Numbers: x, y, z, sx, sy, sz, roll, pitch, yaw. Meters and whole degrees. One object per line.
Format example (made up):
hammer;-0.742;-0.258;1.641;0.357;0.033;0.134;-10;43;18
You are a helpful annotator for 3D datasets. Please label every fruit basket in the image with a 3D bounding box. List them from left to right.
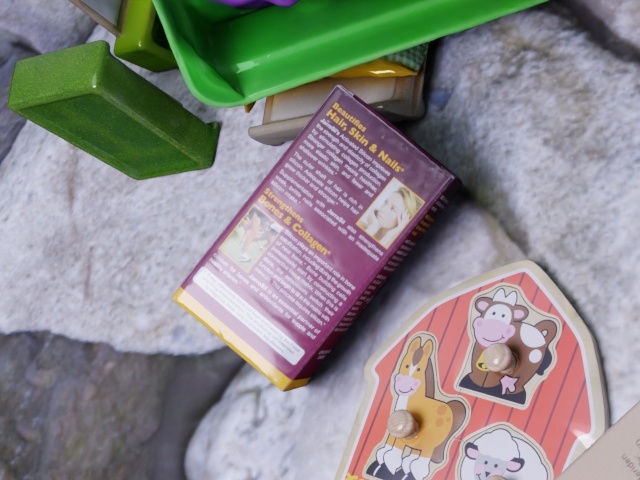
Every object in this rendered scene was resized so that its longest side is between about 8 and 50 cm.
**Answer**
fruit basket;0.051;-0.237;0.968;0.392;0.283;0.392;-13;36;10

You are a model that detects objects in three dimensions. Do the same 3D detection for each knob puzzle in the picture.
knob puzzle;0.100;0.099;0.995;0.213;0.030;0.213;-18;57;30

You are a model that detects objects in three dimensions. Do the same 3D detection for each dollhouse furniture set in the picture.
dollhouse furniture set;-0.067;-0.181;1.188;0.302;0.151;0.197;-8;63;35

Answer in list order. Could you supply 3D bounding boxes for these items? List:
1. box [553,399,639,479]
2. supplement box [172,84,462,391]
box;0.143;0.227;0.817;0.311;0.148;0.121;-44;47;9
supplement box;0.000;0.000;1.063;0.104;0.081;0.188;39;94;9
